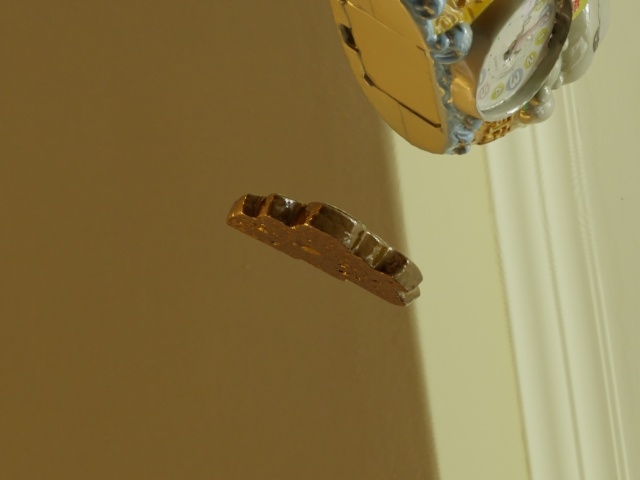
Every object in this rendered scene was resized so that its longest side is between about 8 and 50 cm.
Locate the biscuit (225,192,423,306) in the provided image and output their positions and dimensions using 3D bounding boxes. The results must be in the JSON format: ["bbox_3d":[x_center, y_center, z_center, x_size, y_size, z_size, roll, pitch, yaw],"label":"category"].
[{"bbox_3d":[0.000,0.000,0.449,0.092,0.082,0.016,20,-103,37],"label":"biscuit"}]

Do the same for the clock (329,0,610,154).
[{"bbox_3d":[0.082,-0.127,0.555,0.144,0.231,0.103,-44,-117,-12],"label":"clock"}]
